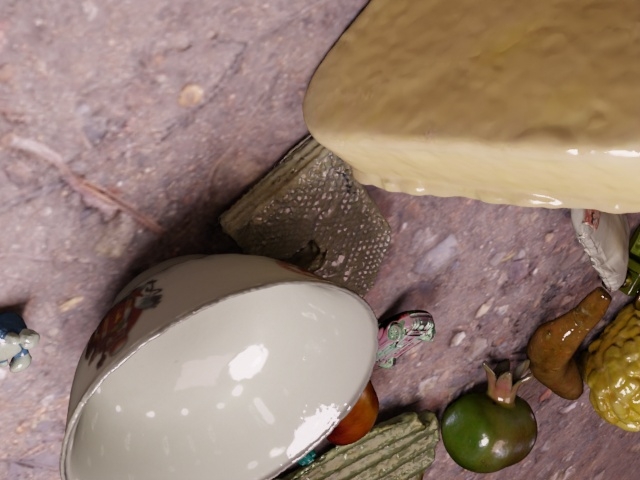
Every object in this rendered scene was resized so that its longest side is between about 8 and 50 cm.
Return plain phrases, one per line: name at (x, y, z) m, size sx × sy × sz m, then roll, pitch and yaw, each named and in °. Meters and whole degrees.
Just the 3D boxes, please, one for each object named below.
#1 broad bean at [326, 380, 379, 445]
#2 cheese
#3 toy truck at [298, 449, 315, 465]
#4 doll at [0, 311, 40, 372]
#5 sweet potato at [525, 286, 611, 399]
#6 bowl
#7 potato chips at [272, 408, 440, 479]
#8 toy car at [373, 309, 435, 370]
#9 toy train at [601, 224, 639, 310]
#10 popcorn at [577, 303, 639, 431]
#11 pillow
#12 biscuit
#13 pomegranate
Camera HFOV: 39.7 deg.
broad bean at (0.018, 0.205, 1.160) m, size 0.114 × 0.084 × 0.165 m, roll -23°, pitch 141°, yaw 13°
cheese at (0.145, -0.164, 0.784) m, size 0.384 × 0.384 × 0.104 m, roll -47°, pitch 136°, yaw 8°
toy truck at (-0.036, 0.278, 1.220) m, size 0.039 × 0.044 × 0.083 m, roll -39°, pitch 142°, yaw -7°
doll at (-0.307, 0.099, 0.815) m, size 0.083 × 0.050 × 0.076 m, roll -15°, pitch 153°, yaw -31°
sweet potato at (0.386, 0.174, 1.424) m, size 0.108 × 0.079 × 0.346 m, roll -13°, pitch 145°, yaw -3°
bowl at (-0.119, 0.118, 0.899) m, size 0.337 × 0.157 × 0.337 m, roll -21°, pitch 140°, yaw -19°
potato chips at (0.021, 0.426, 1.393) m, size 0.429 × 0.070 × 0.358 m, roll -33°, pitch 139°, yaw -10°
toy car at (0.090, 0.132, 1.173) m, size 0.069 × 0.055 × 0.142 m, roll 5°, pitch 146°, yaw -40°
toy train at (0.559, 0.044, 1.459) m, size 0.225 × 0.090 × 0.137 m, roll 10°, pitch 113°, yaw -44°
popcorn at (0.538, 0.216, 1.547) m, size 0.200 × 0.203 × 0.226 m, roll 7°, pitch 84°, yaw -33°
pillow at (0.397, -0.019, 1.253) m, size 0.229 × 0.050 × 0.128 m, roll 39°, pitch 55°, yaw -53°
biscuit at (0.000, 0.000, 0.976) m, size 0.147 × 0.046 × 0.250 m, roll -40°, pitch 142°, yaw -2°
pomegranate at (0.276, 0.277, 1.425) m, size 0.152 × 0.131 × 0.191 m, roll -7°, pitch 113°, yaw -35°
